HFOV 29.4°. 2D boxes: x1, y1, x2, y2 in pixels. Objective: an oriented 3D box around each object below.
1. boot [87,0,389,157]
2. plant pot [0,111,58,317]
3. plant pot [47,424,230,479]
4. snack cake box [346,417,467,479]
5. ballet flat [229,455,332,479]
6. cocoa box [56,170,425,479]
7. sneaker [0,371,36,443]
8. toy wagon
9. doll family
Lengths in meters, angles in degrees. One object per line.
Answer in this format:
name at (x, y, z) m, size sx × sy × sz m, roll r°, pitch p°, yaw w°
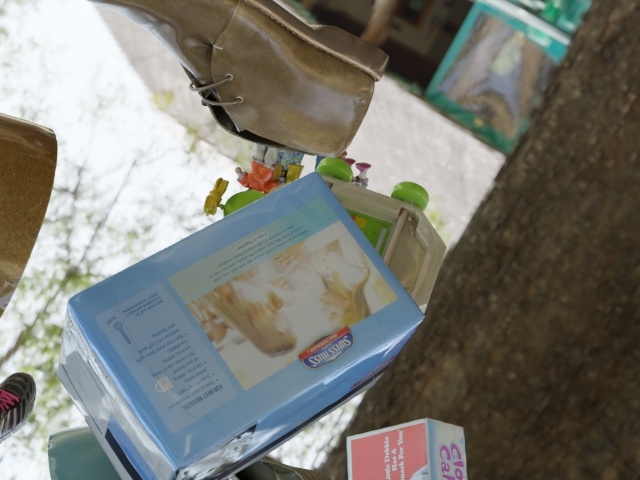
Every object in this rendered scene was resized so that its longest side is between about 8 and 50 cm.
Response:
boot at (-0.080, -0.155, 1.036) m, size 0.305 × 0.115 × 0.112 m, roll 19°, pitch 180°, yaw -32°
plant pot at (-0.389, -0.041, 1.024) m, size 0.254 × 0.237 × 0.237 m, roll 25°, pitch -166°, yaw -27°
plant pot at (-0.206, 0.352, 1.556) m, size 0.195 × 0.290 × 0.290 m, roll -19°, pitch -156°, yaw -5°
snack cake box at (0.124, 0.396, 1.705) m, size 0.089 × 0.152 × 0.264 m, roll 21°, pitch -121°, yaw -42°
ballet flat at (-0.070, 0.357, 1.804) m, size 0.250 × 0.084 × 0.058 m, roll 23°, pitch -170°, yaw 33°
cocoa box at (-0.099, 0.123, 1.419) m, size 0.347 × 0.228 × 0.231 m, roll -29°, pitch -107°, yaw -27°
sneaker at (-0.439, 0.232, 1.637) m, size 0.063 × 0.075 × 0.170 m, roll 27°, pitch -132°, yaw 12°
toy wagon at (0.000, 0.000, 1.726) m, size 0.344 × 0.068 × 0.267 m, roll 18°, pitch -128°, yaw 7°
doll family at (-0.021, -0.093, 2.180) m, size 0.263 × 0.163 × 0.118 m, roll 17°, pitch -160°, yaw 10°
